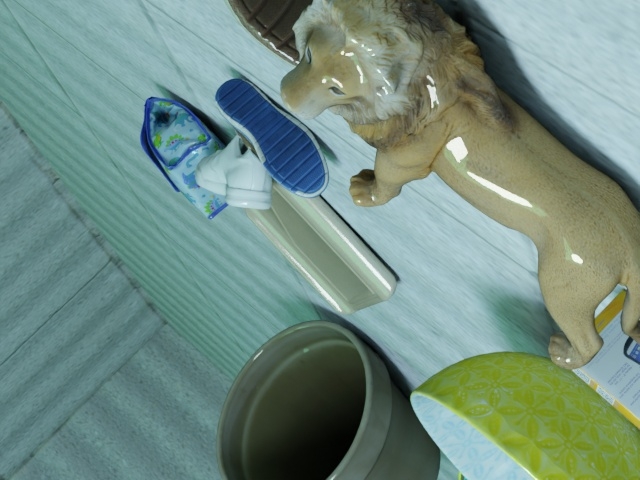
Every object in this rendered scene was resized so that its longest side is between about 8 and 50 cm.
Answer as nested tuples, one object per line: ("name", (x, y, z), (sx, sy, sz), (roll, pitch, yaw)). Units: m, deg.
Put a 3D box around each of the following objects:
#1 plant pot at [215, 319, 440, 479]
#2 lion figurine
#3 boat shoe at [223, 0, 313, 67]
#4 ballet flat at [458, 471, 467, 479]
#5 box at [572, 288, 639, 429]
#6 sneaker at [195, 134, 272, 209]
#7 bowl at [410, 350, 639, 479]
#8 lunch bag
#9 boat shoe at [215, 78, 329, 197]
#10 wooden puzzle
("plant pot", (0.041, 0.329, 2.368), (0.280, 0.323, 0.323), (34, 178, -38))
("lion figurine", (0.142, -0.050, 1.130), (0.392, 0.142, 0.240), (31, 160, -1))
("boat shoe", (-0.061, -0.250, 1.223), (0.257, 0.095, 0.095), (53, -179, -6))
("ballet flat", (0.264, 0.388, 2.269), (0.231, 0.077, 0.077), (52, -177, -37))
("box", (0.283, 0.116, 1.251), (0.136, 0.081, 0.028), (43, 168, 16))
("sneaker", (-0.102, -0.101, 1.857), (0.080, 0.094, 0.212), (3, -170, -21))
("bowl", (0.248, 0.206, 1.490), (0.289, 0.156, 0.289), (43, 168, 12))
("lunch bag", (-0.185, -0.124, 2.047), (0.151, 0.096, 0.129), (54, 180, 43))
("boat shoe", (-0.048, -0.112, 1.685), (0.183, 0.066, 0.066), (51, 176, 24))
("wooden puzzle", (0.000, 0.000, 1.947), (0.221, 0.044, 0.239), (47, 163, -2))
